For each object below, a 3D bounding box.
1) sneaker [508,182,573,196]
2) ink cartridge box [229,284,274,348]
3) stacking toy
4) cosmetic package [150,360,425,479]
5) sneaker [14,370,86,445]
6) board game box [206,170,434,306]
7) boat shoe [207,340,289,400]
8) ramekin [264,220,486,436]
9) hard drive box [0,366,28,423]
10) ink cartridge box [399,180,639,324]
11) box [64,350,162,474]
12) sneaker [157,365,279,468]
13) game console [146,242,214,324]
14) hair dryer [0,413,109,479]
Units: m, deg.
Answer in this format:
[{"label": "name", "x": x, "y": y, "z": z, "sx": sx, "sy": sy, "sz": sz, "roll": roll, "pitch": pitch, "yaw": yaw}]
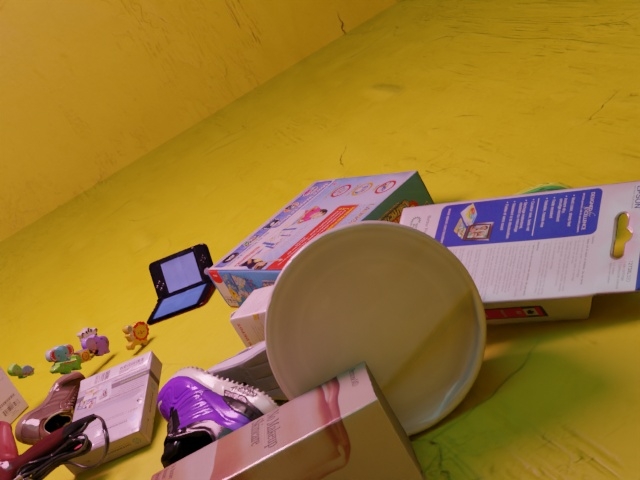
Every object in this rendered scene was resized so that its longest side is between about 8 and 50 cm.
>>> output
[{"label": "sneaker", "x": 0.242, "y": 0.002, "z": 1.642, "sx": 0.296, "sy": 0.109, "sz": 0.123, "roll": -25, "pitch": 16, "yaw": 11}, {"label": "ink cartridge box", "x": -0.063, "y": 0.126, "z": 1.787, "sx": 0.143, "sy": 0.092, "sz": 0.090, "roll": -14, "pitch": 24, "yaw": 36}, {"label": "stacking toy", "x": -0.451, "y": 0.203, "z": 2.107, "sx": 0.167, "sy": 0.052, "sz": 0.221, "roll": -11, "pitch": 6, "yaw": 43}, {"label": "cosmetic package", "x": -0.042, "y": 0.277, "z": 1.301, "sx": 0.296, "sy": 0.129, "sz": 0.153, "roll": -28, "pitch": 11, "yaw": 1}, {"label": "sneaker", "x": -0.449, "y": 0.298, "z": 1.976, "sx": 0.071, "sy": 0.066, "sz": 0.188, "roll": 10, "pitch": 33, "yaw": 21}, {"label": "board game box", "x": 0.000, "y": 0.000, "z": 2.025, "sx": 0.308, "sy": 0.086, "sz": 0.302, "roll": -41, "pitch": 22, "yaw": -30}, {"label": "boat shoe", "x": -0.054, "y": 0.174, "z": 1.638, "sx": 0.302, "sy": 0.109, "sz": 0.094, "roll": -16, "pitch": 20, "yaw": 39}, {"label": "ramekin", "x": 0.066, "y": 0.105, "z": 1.422, "sx": 0.273, "sy": 0.272, "sz": 0.127, "roll": -28, "pitch": 6, "yaw": 3}, {"label": "hard drive box", "x": -0.677, "y": 0.273, "z": 2.074, "sx": 0.089, "sy": 0.232, "sz": 0.181, "roll": -13, "pitch": 24, "yaw": 39}, {"label": "ink cartridge box", "x": 0.261, "y": 0.022, "z": 1.507, "sx": 0.371, "sy": 0.069, "sz": 0.175, "roll": -8, "pitch": 51, "yaw": 35}, {"label": "box", "x": -0.331, "y": 0.274, "z": 1.820, "sx": 0.145, "sy": 0.038, "sz": 0.186, "roll": -24, "pitch": 31, "yaw": 15}, {"label": "sneaker", "x": -0.176, "y": 0.265, "z": 1.582, "sx": 0.146, "sy": 0.102, "sz": 0.293, "roll": -41, "pitch": 22, "yaw": -28}, {"label": "game console", "x": -0.282, "y": 0.084, "z": 2.225, "sx": 0.144, "sy": 0.124, "sz": 0.085, "roll": -20, "pitch": -5, "yaw": 23}, {"label": "hair dryer", "x": -0.448, "y": 0.352, "z": 1.762, "sx": 0.294, "sy": 0.080, "sz": 0.223, "roll": 15, "pitch": 55, "yaw": 46}]
